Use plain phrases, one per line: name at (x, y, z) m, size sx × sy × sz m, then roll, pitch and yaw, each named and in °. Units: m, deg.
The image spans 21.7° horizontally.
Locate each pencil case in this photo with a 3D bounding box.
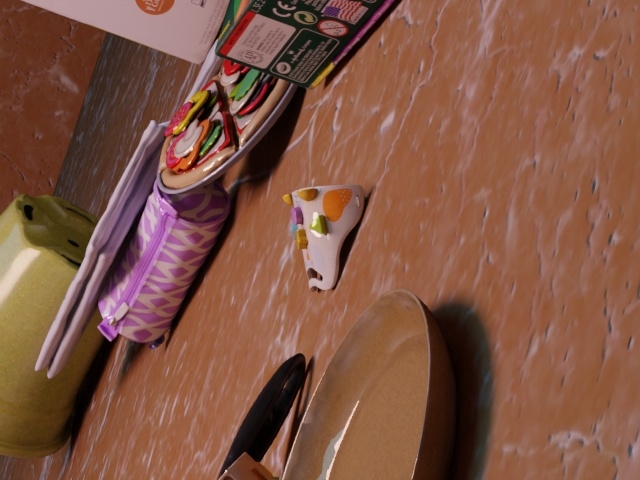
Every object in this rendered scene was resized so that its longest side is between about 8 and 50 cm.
pencil case at (-0.163, 0.017, 1.692) m, size 0.088 × 0.086 × 0.206 m, roll -24°, pitch -28°, yaw -46°

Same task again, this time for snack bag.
snack bag at (-0.207, -0.043, 1.857) m, size 0.342 × 0.037 × 0.323 m, roll -64°, pitch 4°, yaw -33°

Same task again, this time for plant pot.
plant pot at (-0.371, 0.088, 2.101) m, size 0.254 × 0.276 × 0.276 m, roll -54°, pitch 19°, yaw 19°
plant pot at (0.023, 0.144, 0.951) m, size 0.236 × 0.032 × 0.236 m, roll -160°, pitch 90°, yaw -76°

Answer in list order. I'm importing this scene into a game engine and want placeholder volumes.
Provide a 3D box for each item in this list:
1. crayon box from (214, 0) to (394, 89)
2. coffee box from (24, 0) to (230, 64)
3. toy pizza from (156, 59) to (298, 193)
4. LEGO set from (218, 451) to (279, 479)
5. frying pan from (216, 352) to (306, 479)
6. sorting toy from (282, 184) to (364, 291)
crayon box at (0.045, -0.339, 1.344) m, size 0.363 × 0.106 × 0.313 m, roll 137°, pitch 149°, yaw -62°
coffee box at (-0.244, -0.486, 2.152) m, size 0.338 × 0.334 × 0.337 m, roll -97°, pitch 29°, yaw -60°
toy pizza at (-0.091, -0.129, 1.587) m, size 0.201 × 0.032 × 0.201 m, roll -38°, pitch 26°, yaw 22°
LEGO set at (-0.071, 0.246, 0.996) m, size 0.132 × 0.107 × 0.287 m, roll 23°, pitch 105°, yaw 43°
frying pan at (-0.084, 0.244, 1.138) m, size 0.326 × 0.053 × 0.197 m, roll -38°, pitch -47°, yaw -39°
sorting toy at (0.000, 0.000, 1.229) m, size 0.083 × 0.045 × 0.075 m, roll 164°, pitch 105°, yaw -73°
